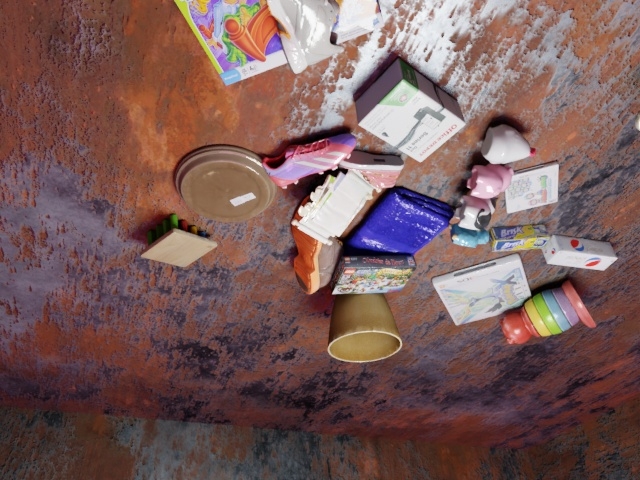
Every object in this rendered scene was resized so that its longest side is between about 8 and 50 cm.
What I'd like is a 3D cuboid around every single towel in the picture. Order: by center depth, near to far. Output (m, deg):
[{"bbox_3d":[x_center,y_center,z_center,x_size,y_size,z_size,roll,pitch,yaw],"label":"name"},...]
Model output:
[{"bbox_3d":[0.228,-0.015,1.531,0.227,0.076,0.308,15,137,-22],"label":"towel"}]

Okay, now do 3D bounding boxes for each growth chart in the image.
[{"bbox_3d":[0.043,-0.099,1.372,0.237,0.021,0.172,-49,126,1],"label":"growth chart"}]

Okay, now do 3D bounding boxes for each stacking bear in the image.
[{"bbox_3d":[0.788,0.274,1.817,0.289,0.175,0.164,-31,138,21],"label":"stacking bear"}]

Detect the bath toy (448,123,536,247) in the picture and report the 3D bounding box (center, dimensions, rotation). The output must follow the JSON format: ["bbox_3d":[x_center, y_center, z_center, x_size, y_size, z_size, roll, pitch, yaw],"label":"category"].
[{"bbox_3d":[0.450,-0.141,1.344,0.129,0.151,0.348,10,129,-2],"label":"bath toy"}]

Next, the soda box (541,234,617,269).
[{"bbox_3d":[0.837,0.040,1.648,0.216,0.069,0.074,7,140,-11],"label":"soda box"}]

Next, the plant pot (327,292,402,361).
[{"bbox_3d":[0.136,0.241,1.693,0.237,0.254,0.237,-2,144,-1],"label":"plant pot"}]

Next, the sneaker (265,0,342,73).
[{"bbox_3d":[-0.034,-0.424,0.887,0.121,0.099,0.262,-18,147,6],"label":"sneaker"}]

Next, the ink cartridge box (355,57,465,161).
[{"bbox_3d":[0.208,-0.294,1.179,0.208,0.087,0.153,23,135,-30],"label":"ink cartridge box"}]

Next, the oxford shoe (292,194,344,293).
[{"bbox_3d":[0.000,0.000,1.531,0.132,0.130,0.364,-23,142,-27],"label":"oxford shoe"}]

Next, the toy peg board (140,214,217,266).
[{"bbox_3d":[-0.424,-0.002,1.518,0.161,0.079,0.160,-29,150,29],"label":"toy peg board"}]

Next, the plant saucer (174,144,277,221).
[{"bbox_3d":[-0.254,-0.140,1.375,0.277,0.041,0.278,-3,140,-2],"label":"plant saucer"}]

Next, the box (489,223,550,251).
[{"bbox_3d":[0.613,-0.008,1.580,0.168,0.059,0.054,-4,139,1],"label":"box"}]

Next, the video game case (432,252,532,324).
[{"bbox_3d":[0.592,0.187,1.835,0.299,0.036,0.329,-19,139,18],"label":"video game case"}]

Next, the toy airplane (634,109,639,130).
[{"bbox_3d":[0.936,-0.316,1.058,0.384,0.273,0.386,15,138,-20],"label":"toy airplane"}]

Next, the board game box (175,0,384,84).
[{"bbox_3d":[-0.080,-0.463,0.960,0.347,0.078,0.233,-16,139,15],"label":"board game box"}]

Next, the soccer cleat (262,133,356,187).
[{"bbox_3d":[-0.030,-0.212,1.274,0.248,0.083,0.095,-22,133,25],"label":"soccer cleat"}]

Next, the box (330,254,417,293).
[{"bbox_3d":[0.161,0.107,1.576,0.233,0.044,0.159,0,146,-15],"label":"box"}]

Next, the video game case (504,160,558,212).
[{"bbox_3d":[0.596,-0.147,1.441,0.143,0.019,0.157,-14,140,13],"label":"video game case"}]

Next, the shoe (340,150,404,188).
[{"bbox_3d":[0.125,-0.181,1.329,0.177,0.064,0.081,2,135,-14],"label":"shoe"}]
